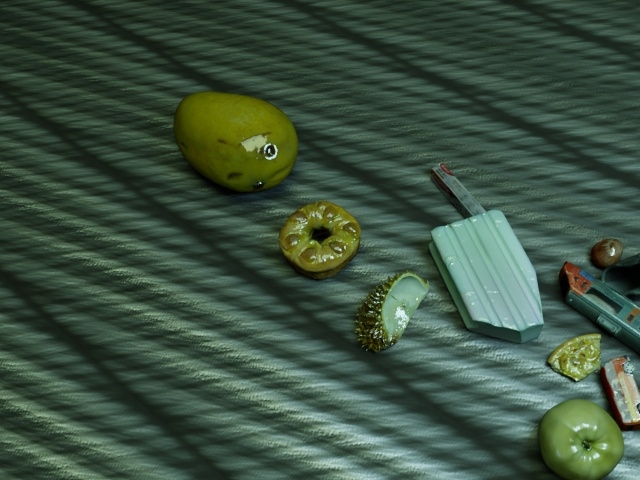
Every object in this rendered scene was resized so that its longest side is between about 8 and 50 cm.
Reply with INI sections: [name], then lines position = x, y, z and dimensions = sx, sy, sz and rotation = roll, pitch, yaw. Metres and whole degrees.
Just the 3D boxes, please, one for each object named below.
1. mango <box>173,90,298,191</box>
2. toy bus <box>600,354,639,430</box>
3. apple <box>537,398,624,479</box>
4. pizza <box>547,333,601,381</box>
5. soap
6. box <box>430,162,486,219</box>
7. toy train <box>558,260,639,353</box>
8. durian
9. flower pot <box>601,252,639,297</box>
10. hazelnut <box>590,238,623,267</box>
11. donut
[mango]
position = -0.263, -0.314, 2.079
dimensions = 0.301, 0.220, 0.445
rotation = -42, 62, -16
[toy bus]
position = 0.724, 0.364, 1.678
dimensions = 0.077, 0.079, 0.174
rotation = -13, 58, 8
[apple]
position = 0.581, 0.450, 1.578
dimensions = 0.200, 0.200, 0.200
rotation = -2, 59, 3
[pizza]
position = 0.645, 0.289, 1.749
dimensions = 0.160, 0.036, 0.099
rotation = -25, 61, -10
[soap]
position = 0.442, 0.102, 1.831
dimensions = 0.208, 0.115, 0.347
rotation = -19, 60, -5
[box]
position = 0.392, -0.127, 2.008
dimensions = 0.039, 0.055, 0.218
rotation = -28, 62, -14
[toy train]
position = 0.763, 0.205, 1.760
dimensions = 0.409, 0.086, 0.089
rotation = 37, 71, 23
[durian]
position = 0.184, 0.171, 1.823
dimensions = 0.139, 0.144, 0.252
rotation = 34, 60, -2
[flower pot]
position = 0.808, 0.082, 1.754
dimensions = 0.108, 0.229, 0.103
rotation = -20, 79, -12
[hazelnut]
position = 0.762, 0.032, 1.867
dimensions = 0.086, 0.086, 0.086
rotation = -2, 59, 3
[donut]
position = -0.001, -0.002, 1.929
dimensions = 0.226, 0.114, 0.226
rotation = -2, 59, 4
